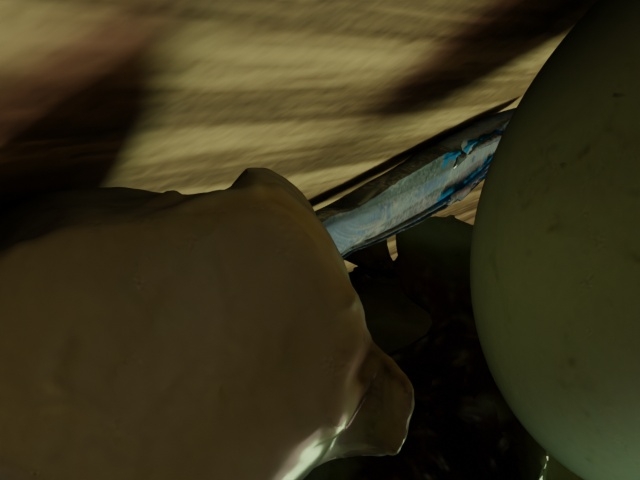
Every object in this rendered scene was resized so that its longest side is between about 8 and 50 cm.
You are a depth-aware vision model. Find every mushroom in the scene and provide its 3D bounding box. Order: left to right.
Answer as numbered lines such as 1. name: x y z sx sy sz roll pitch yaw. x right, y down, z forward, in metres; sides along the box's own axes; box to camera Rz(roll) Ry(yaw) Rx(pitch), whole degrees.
1. mushroom: -0.087 0.063 0.475 0.109 0.097 0.351 -30 177 -31

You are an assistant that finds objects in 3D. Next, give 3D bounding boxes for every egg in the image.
1. egg: 0.220 -0.037 0.697 0.371 0.230 0.230 -37 177 -23

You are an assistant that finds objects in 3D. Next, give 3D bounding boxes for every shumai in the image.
1. shumai: 0.017 0.169 1.031 0.395 0.395 0.348 -34 153 3

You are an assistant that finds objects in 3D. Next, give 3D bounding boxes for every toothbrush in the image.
1. toothbrush: 0.000 0.000 0.780 0.413 0.042 0.035 -29 137 -50
